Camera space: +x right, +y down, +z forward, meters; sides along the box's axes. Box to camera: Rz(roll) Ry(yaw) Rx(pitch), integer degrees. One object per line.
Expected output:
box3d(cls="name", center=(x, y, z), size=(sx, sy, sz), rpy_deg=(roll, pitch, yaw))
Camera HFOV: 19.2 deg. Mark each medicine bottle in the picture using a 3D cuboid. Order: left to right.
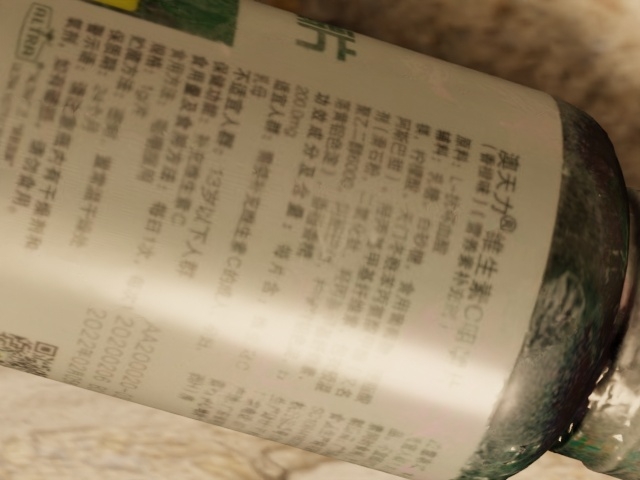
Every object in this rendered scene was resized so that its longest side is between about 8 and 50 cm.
box3d(cls="medicine bottle", center=(0.000, 0.000, 0.639), size=(0.293, 0.141, 0.141), rpy_deg=(17, 140, -8))
